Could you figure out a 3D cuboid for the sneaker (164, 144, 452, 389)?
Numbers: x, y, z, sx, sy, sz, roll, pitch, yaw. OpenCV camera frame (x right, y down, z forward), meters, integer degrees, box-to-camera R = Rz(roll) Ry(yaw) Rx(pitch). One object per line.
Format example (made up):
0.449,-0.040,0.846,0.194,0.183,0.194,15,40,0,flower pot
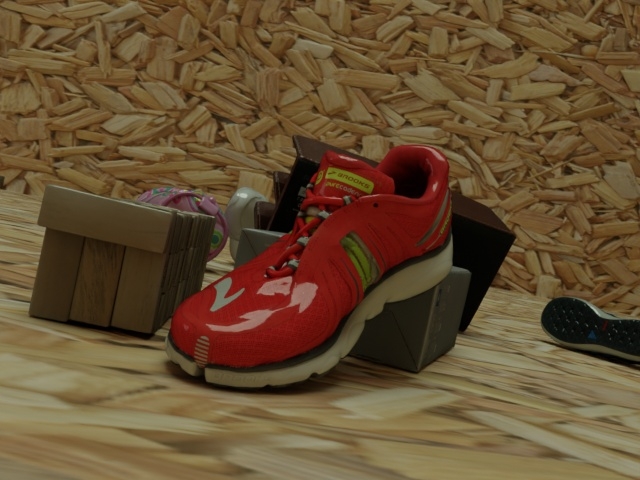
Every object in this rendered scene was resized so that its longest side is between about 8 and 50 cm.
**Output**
0.000,0.000,0.531,0.107,0.118,0.279,20,33,31,sneaker

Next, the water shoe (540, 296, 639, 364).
0.401,0.140,1.093,0.080,0.073,0.203,37,-9,-33,water shoe

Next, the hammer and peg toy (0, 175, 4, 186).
-0.753,-0.142,1.341,0.361,0.128,0.266,11,1,-13,hammer and peg toy

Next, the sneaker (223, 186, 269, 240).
-0.071,-0.005,1.248,0.115,0.090,0.232,23,-16,31,sneaker

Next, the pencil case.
-0.232,-0.030,1.245,0.124,0.124,0.284,11,2,-19,pencil case

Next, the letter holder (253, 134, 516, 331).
0.074,-0.030,1.067,0.301,0.152,0.214,19,20,-13,letter holder

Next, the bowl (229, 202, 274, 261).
-0.094,0.001,1.395,0.141,0.142,0.053,9,40,-6,bowl

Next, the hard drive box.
0.039,0.051,0.757,0.181,0.089,0.232,12,2,18,hard drive box

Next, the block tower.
-0.159,0.012,0.685,0.090,0.097,0.335,11,-1,-2,block tower
